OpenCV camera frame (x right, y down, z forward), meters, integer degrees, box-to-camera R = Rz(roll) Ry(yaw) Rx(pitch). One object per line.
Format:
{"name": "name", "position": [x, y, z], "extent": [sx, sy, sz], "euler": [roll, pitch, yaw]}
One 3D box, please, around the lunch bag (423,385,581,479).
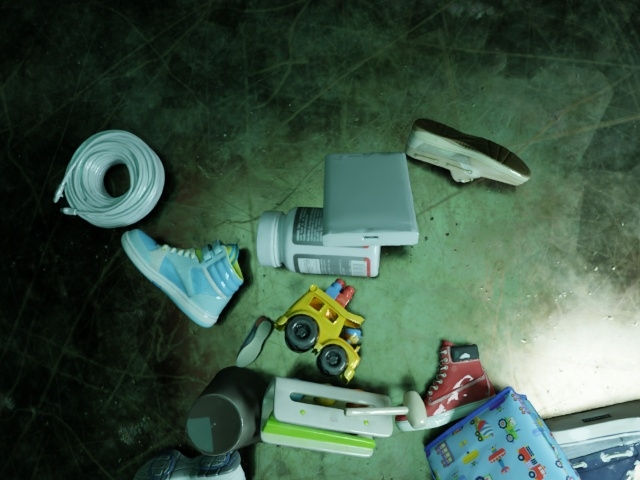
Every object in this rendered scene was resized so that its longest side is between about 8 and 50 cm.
{"name": "lunch bag", "position": [0.361, 0.492, 1.153], "extent": [0.293, 0.138, 0.221], "euler": [-38, 50, 16]}

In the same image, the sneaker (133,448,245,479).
{"name": "sneaker", "position": [-0.315, 0.579, 1.296], "extent": [0.297, 0.111, 0.129], "euler": [-9, 115, 20]}

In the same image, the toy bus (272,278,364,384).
{"name": "toy bus", "position": [0.029, 0.203, 1.290], "extent": [0.220, 0.149, 0.211], "euler": [38, 74, 8]}

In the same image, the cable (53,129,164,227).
{"name": "cable", "position": [-0.540, -0.158, 1.421], "extent": [0.257, 0.089, 0.257], "euler": [19, 86, 8]}

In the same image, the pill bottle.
{"name": "pill bottle", "position": [0.000, 0.000, 1.295], "extent": [0.283, 0.161, 0.161], "euler": [3, 84, 8]}

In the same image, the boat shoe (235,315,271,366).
{"name": "boat shoe", "position": [-0.172, 0.252, 1.349], "extent": [0.043, 0.049, 0.137], "euler": [31, 91, 52]}

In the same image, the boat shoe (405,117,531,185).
{"name": "boat shoe", "position": [0.354, -0.196, 1.312], "extent": [0.302, 0.109, 0.098], "euler": [24, 126, 9]}

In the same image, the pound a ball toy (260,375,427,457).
{"name": "pound a ball toy", "position": [0.047, 0.365, 1.198], "extent": [0.319, 0.208, 0.136], "euler": [13, 44, -13]}

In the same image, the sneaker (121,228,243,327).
{"name": "sneaker", "position": [-0.326, 0.040, 1.354], "extent": [0.319, 0.127, 0.208], "euler": [43, 92, 0]}

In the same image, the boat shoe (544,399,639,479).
{"name": "boat shoe", "position": [0.666, 0.457, 1.186], "extent": [0.340, 0.127, 0.158], "euler": [-15, 87, 14]}

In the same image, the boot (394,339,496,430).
{"name": "boot", "position": [0.270, 0.334, 1.263], "extent": [0.244, 0.088, 0.176], "euler": [-19, 81, -3]}

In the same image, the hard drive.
{"name": "hard drive", "position": [0.108, -0.104, 1.251], "extent": [0.203, 0.040, 0.307], "euler": [-1, 42, 3]}

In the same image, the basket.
{"name": "basket", "position": [-0.211, 0.398, 1.243], "extent": [0.154, 0.227, 0.204], "euler": [-37, 80, 2]}
